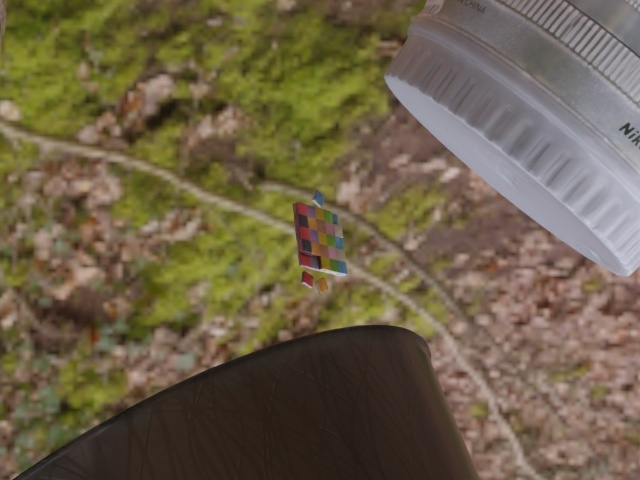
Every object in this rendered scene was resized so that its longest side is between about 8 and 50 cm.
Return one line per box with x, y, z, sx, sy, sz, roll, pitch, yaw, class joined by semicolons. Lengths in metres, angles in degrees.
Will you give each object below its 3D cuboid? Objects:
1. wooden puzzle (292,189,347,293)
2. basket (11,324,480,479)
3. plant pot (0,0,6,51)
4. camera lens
0.000;0.000;1.033;0.006;0.083;0.049;-22;156;36;wooden puzzle
0.003;0.169;0.412;0.204;0.227;0.154;-30;152;-7;basket
-0.172;-0.026;0.364;0.237;0.109;0.237;-28;175;-3;plant pot
0.200;-0.144;0.858;0.219;0.274;0.219;40;-179;-1;camera lens
